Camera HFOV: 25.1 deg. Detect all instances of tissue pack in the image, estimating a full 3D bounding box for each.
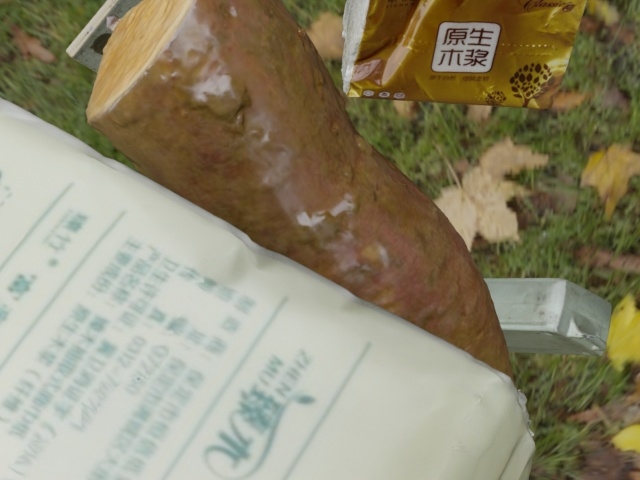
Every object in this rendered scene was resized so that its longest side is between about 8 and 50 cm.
[{"bbox_3d":[-0.127,0.171,0.552,0.297,0.207,0.380,29,63,14],"label":"tissue pack"},{"bbox_3d":[0.140,-0.223,1.446,0.226,0.183,0.092,1,45,-8],"label":"tissue pack"}]

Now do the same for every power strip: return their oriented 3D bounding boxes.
[{"bbox_3d":[0.138,0.065,1.260,0.272,0.078,0.052,-3,68,49],"label":"power strip"}]

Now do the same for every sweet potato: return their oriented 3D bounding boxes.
[{"bbox_3d":[0.001,0.001,0.807,0.131,0.131,0.336,-38,113,1],"label":"sweet potato"}]

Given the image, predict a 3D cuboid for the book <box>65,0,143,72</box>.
[{"bbox_3d":[-0.165,-0.247,1.550,0.198,0.138,0.016,-48,52,10],"label":"book"}]
